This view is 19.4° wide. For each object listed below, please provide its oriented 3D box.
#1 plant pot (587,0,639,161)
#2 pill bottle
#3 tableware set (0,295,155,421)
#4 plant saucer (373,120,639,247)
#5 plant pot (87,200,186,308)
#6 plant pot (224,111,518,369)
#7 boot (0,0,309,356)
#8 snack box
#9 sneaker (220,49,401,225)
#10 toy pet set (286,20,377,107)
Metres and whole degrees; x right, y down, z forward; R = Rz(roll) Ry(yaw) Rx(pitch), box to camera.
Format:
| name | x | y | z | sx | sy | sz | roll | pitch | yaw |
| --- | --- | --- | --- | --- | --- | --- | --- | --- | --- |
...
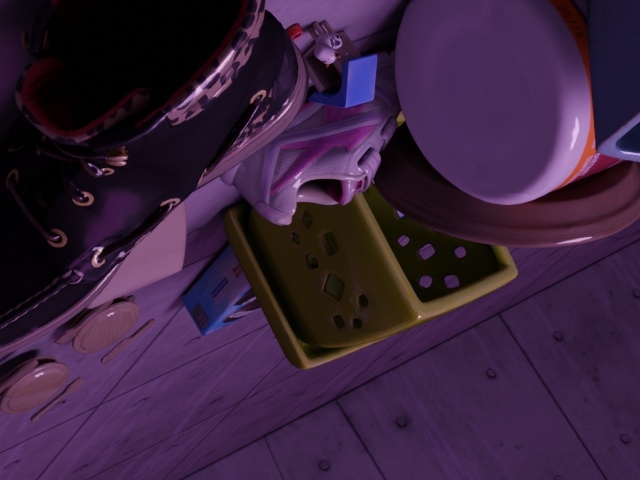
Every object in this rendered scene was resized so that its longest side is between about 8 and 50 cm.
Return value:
| name | x | y | z | sx | sy | sz | roll | pitch | yaw |
| --- | --- | --- | --- | --- | --- | --- | --- | --- | --- |
| plant pot | 0.372 | -0.223 | 1.565 | 0.248 | 0.252 | 0.247 | 7 | 151 | -27 |
| pill bottle | 0.280 | -0.191 | 1.787 | 0.392 | 0.224 | 0.224 | -23 | 165 | -37 |
| tableware set | -0.286 | 0.122 | 2.088 | 0.194 | 0.039 | 0.128 | -39 | 156 | 6 |
| plant saucer | 0.189 | -0.077 | 1.844 | 0.278 | 0.278 | 0.041 | -23 | 128 | -39 |
| plant pot | -0.176 | -0.025 | 1.599 | 0.109 | 0.109 | 0.096 | -24 | 154 | -38 |
| plant pot | 0.042 | 0.004 | 2.027 | 0.207 | 0.227 | 0.228 | -32 | 172 | 36 |
| boot | -0.171 | -0.065 | 1.334 | 0.377 | 0.138 | 0.284 | -35 | 170 | -6 |
| snack box | 0.000 | 0.000 | 2.281 | 0.322 | 0.060 | 0.187 | -25 | 167 | -35 |
| sneaker | 0.020 | -0.094 | 1.801 | 0.252 | 0.111 | 0.103 | -30 | 169 | -14 |
| toy pet set | -0.009 | -0.137 | 1.656 | 0.114 | 0.065 | 0.122 | -19 | 163 | -49 |
